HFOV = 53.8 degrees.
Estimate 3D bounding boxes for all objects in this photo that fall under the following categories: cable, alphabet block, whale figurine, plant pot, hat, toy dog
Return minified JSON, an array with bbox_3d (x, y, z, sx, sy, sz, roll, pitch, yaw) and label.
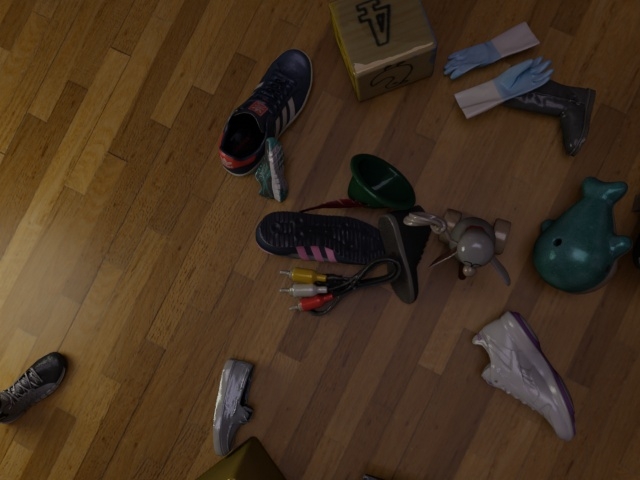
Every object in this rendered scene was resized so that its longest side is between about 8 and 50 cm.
[{"bbox_3d":[0.050,0.112,1.455,0.287,0.072,0.140,-7,109,20],"label":"cable"},{"bbox_3d":[0.146,-0.470,1.482,0.197,0.192,0.194,-20,81,4],"label":"alphabet block"},{"bbox_3d":[0.572,-0.020,1.390,0.216,0.141,0.272,23,89,51],"label":"whale figurine"},{"bbox_3d":[-0.189,0.604,1.412,0.212,0.187,0.212,-38,82,2],"label":"plant pot"},{"bbox_3d":[0.095,-0.091,1.523,0.208,0.173,0.184,38,126,1],"label":"hat"},{"bbox_3d":[0.319,0.032,1.378,0.220,0.333,0.161,18,104,32],"label":"toy dog"}]

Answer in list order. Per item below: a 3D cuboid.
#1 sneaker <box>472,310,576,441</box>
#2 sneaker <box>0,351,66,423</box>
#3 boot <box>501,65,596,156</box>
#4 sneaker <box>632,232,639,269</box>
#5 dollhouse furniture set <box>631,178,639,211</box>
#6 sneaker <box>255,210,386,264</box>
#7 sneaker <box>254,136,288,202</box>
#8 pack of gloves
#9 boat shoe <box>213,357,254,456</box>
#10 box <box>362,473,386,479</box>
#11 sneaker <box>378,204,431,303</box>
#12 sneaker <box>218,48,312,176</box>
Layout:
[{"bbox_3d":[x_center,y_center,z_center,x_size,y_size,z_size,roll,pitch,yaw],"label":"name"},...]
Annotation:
[{"bbox_3d":[0.460,0.317,1.426,0.152,0.114,0.305,-32,78,16],"label":"sneaker"},{"bbox_3d":[-0.722,0.365,1.518,0.086,0.132,0.229,44,90,8],"label":"sneaker"},{"bbox_3d":[0.524,-0.307,1.484,0.208,0.076,0.190,16,72,0],"label":"boot"},{"bbox_3d":[0.852,-0.081,1.296,0.257,0.169,0.448,28,85,1],"label":"sneaker"},{"bbox_3d":[0.845,-0.045,1.393,0.261,0.135,0.259,17,86,7],"label":"dollhouse furniture set"},{"bbox_3d":[0.000,0.000,1.501,0.318,0.131,0.112,12,73,-15],"label":"sneaker"},{"bbox_3d":[-0.127,-0.168,1.516,0.076,0.065,0.167,8,122,19],"label":"sneaker"},{"bbox_3d":[0.413,-0.413,1.480,0.232,0.046,0.195,-23,61,8],"label":"pack of gloves"},{"bbox_3d":[-0.199,0.396,1.487,0.081,0.079,0.228,6,82,11],"label":"boat shoe"},{"bbox_3d":[0.169,0.703,1.379,0.242,0.076,0.308,14,73,13],"label":"box"},{"bbox_3d":[0.219,0.032,1.481,0.118,0.083,0.222,-19,103,-27],"label":"sneaker"},{"bbox_3d":[-0.131,-0.317,1.515,0.131,0.148,0.350,28,88,8],"label":"sneaker"}]
